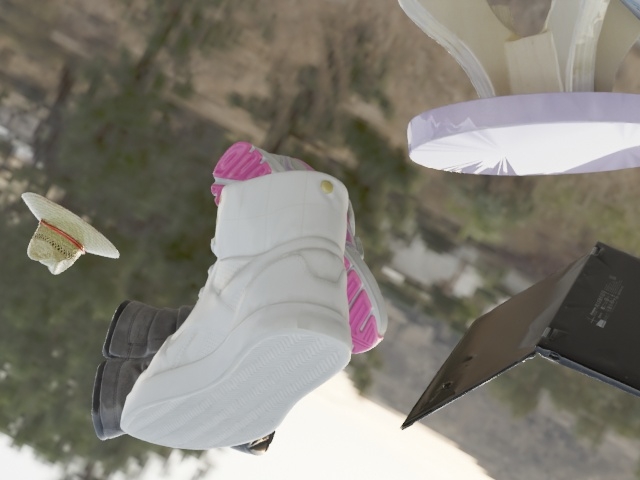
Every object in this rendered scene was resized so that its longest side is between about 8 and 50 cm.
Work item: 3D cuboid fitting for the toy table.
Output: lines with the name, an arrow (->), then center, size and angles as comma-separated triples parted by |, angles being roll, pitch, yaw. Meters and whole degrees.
toy table -> 0.198, -0.153, 1.289 | 0.274, 0.160, 0.252 | 1, 167, -34

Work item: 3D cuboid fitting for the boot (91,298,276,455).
boot -> -0.134, 0.088, 1.727 | 0.223, 0.338, 0.118 | 7, 141, 18

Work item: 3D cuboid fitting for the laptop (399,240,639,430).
laptop -> 0.394, 0.188, 2.223 | 0.408, 0.236, 0.382 | 23, -150, 14

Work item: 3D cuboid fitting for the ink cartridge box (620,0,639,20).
ink cartridge box -> 0.410, -0.267, 1.220 | 0.091, 0.308, 0.385 | 41, -170, 34

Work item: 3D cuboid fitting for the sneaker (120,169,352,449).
sneaker -> -0.061, 0.053, 1.154 | 0.108, 0.169, 0.292 | 20, 147, -27

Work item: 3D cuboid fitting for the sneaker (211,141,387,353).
sneaker -> 0.000, 0.000, 1.507 | 0.111, 0.103, 0.252 | -11, -116, -52

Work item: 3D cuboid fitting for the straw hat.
straw hat -> -0.313, 0.006, 1.739 | 0.144, 0.061, 0.144 | 30, 164, 10
